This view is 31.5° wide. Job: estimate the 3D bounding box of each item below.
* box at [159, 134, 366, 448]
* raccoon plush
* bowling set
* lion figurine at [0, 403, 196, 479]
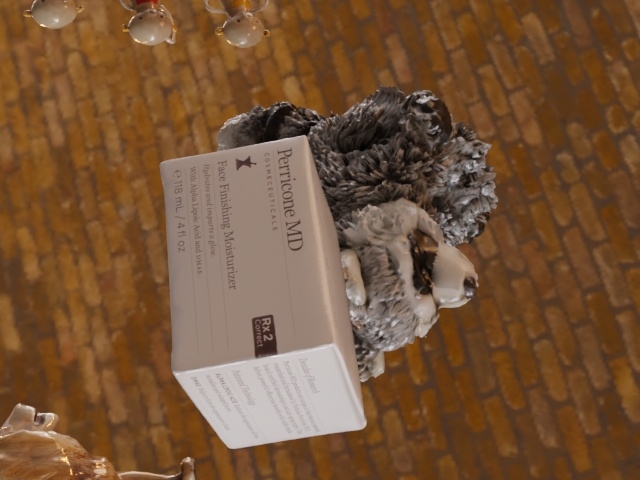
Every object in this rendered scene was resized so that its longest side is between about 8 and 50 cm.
[{"bbox_3d":[-0.042,0.046,0.890,0.119,0.182,0.181,-11,-120,4],"label":"box"},{"bbox_3d":[0.000,0.000,1.321,0.446,0.216,0.299,-1,-138,45],"label":"raccoon plush"},{"bbox_3d":[-0.183,-0.319,1.244,0.200,0.287,0.154,118,-38,-59],"label":"bowling set"},{"bbox_3d":[-0.246,0.344,1.272,0.142,0.240,0.392,-97,-179,-52],"label":"lion figurine"}]
